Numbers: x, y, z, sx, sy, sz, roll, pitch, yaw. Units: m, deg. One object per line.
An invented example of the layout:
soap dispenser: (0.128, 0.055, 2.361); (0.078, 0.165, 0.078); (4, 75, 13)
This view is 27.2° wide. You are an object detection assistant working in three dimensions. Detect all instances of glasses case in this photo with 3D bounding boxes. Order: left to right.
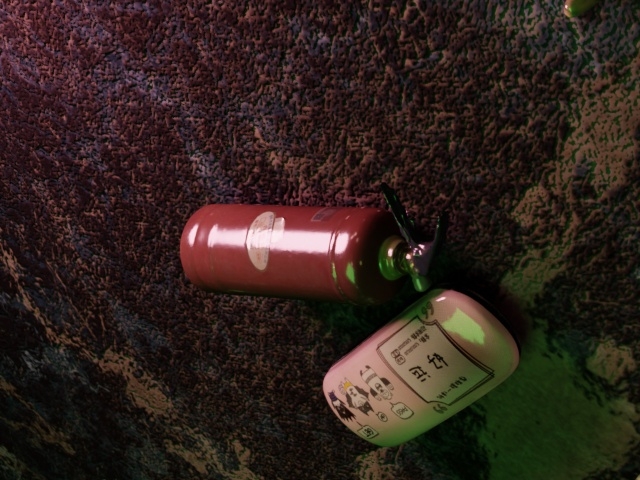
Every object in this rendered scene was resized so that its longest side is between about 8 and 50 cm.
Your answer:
glasses case: (0.102, 0.139, 1.425); (0.122, 0.075, 0.314); (42, 143, -3)

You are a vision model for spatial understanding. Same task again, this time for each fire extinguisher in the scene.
fire extinguisher: (0.000, 0.000, 1.362); (0.344, 0.102, 0.138); (2, 125, 41)

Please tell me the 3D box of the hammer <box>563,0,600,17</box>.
hammer: (0.144, -0.250, 1.034); (0.195, 0.060, 0.028); (44, 144, 6)

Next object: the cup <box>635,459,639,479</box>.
cup: (0.397, 0.348, 1.236); (0.274, 0.253, 0.253); (31, 142, 6)
